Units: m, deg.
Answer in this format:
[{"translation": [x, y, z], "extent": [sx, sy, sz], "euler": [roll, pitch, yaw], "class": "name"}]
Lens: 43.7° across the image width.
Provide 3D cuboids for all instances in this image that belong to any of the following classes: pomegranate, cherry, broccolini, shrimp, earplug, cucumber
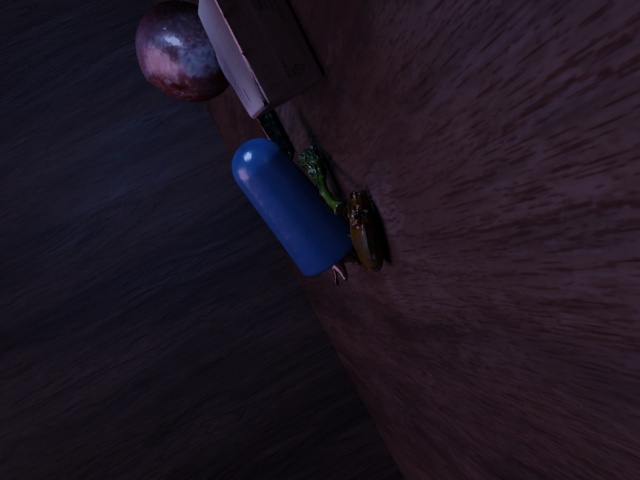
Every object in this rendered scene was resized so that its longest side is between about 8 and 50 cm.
[{"translation": [0.000, 0.000, 1.675], "extent": [0.191, 0.131, 0.152], "euler": [40, 168, -3], "class": "pomegranate"}, {"translation": [-0.320, -0.444, 1.874], "extent": [0.285, 0.213, 0.236], "euler": [26, 178, 36], "class": "cherry"}, {"translation": [0.002, -0.105, 1.382], "extent": [0.051, 0.054, 0.239], "euler": [25, -161, -22], "class": "broccolini"}, {"translation": [0.067, -0.023, 1.348], "extent": [0.115, 0.051, 0.217], "euler": [60, 176, 31], "class": "shrimp"}, {"translation": [-0.062, -0.074, 1.502], "extent": [0.273, 0.132, 0.132], "euler": [51, 177, -19], "class": "earplug"}, {"translation": [-0.116, -0.265, 1.766], "extent": [0.220, 0.046, 0.070], "euler": [64, 175, -8], "class": "cucumber"}]

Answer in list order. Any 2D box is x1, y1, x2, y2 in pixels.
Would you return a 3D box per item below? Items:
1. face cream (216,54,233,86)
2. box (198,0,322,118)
[{"translation": [-0.128, -0.320, 1.408], "extent": [0.091, 0.095, 0.091], "euler": [59, 173, 12], "class": "face cream"}, {"translation": [-0.103, -0.307, 1.239], "extent": [0.203, 0.106, 0.251], "euler": [62, 172, -8], "class": "box"}]
